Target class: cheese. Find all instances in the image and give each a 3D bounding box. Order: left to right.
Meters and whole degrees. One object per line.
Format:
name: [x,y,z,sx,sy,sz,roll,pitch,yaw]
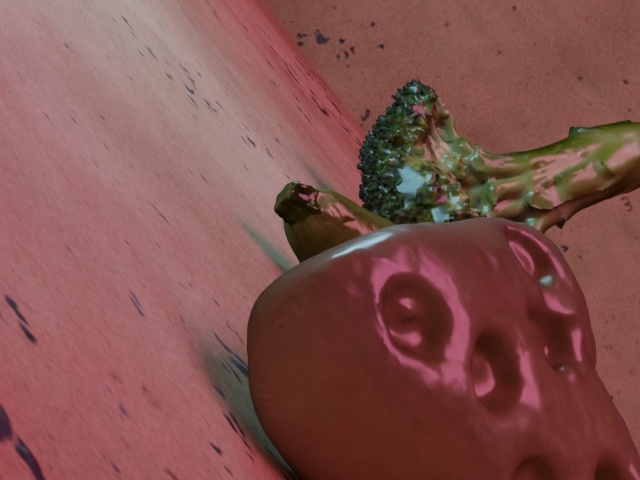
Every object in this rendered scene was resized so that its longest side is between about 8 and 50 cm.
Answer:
cheese: [0.091,0.147,1.175,0.328,0.129,0.351,8,63,-53]

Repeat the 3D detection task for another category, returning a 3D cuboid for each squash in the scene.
squash: [0.071,0.057,1.693,0.370,0.118,0.118,43,11,-32]

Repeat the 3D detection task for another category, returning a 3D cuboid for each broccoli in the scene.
broccoli: [0.224,-0.083,2.377,0.353,0.397,0.275,45,-16,-21]
